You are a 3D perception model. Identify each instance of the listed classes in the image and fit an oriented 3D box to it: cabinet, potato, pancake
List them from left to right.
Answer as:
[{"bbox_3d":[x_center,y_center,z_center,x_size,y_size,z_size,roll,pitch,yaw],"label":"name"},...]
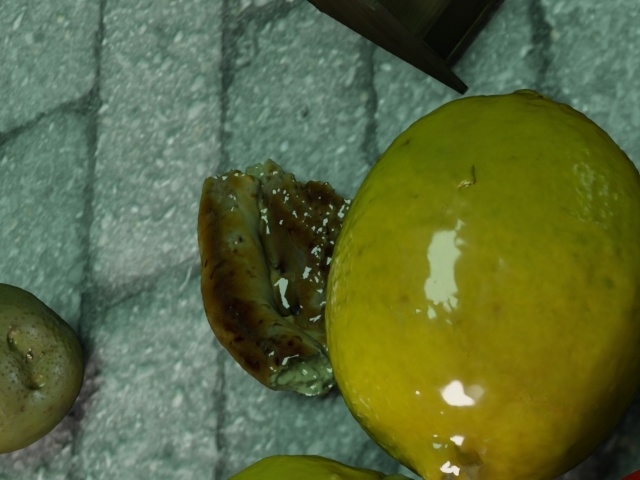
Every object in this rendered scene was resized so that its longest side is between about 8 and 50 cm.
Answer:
[{"bbox_3d":[-0.314,0.118,1.399,0.194,0.157,0.157,-14,56,48],"label":"potato"},{"bbox_3d":[0.000,0.000,1.267,0.244,0.057,0.266,-27,50,22],"label":"pancake"},{"bbox_3d":[0.070,-0.266,1.304,0.175,0.148,0.215,-52,47,1],"label":"cabinet"}]

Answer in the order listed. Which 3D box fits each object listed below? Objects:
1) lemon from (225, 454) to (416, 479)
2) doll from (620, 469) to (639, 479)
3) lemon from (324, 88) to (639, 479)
[{"bbox_3d":[-0.026,0.271,1.012,0.233,0.233,0.288,41,102,44],"label":"lemon"},{"bbox_3d":[0.159,0.268,0.893,0.182,0.160,0.363,26,88,56],"label":"doll"},{"bbox_3d":[0.117,0.034,1.035,0.236,0.236,0.263,33,85,44],"label":"lemon"}]
